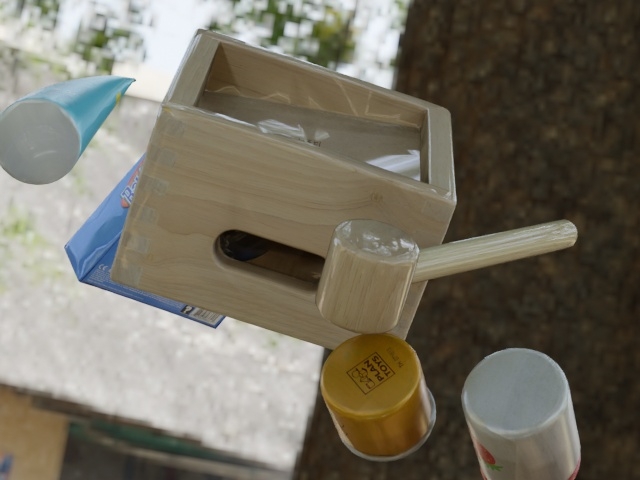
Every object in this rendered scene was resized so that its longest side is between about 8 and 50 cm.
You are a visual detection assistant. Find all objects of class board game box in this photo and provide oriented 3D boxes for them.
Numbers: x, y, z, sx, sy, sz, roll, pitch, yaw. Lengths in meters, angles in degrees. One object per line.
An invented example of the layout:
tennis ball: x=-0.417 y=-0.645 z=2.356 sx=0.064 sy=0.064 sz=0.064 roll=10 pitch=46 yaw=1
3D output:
board game box: x=-0.083 y=-0.031 z=1.369 sx=0.210 sy=0.047 sz=0.160 roll=-46 pitch=-42 yaw=19

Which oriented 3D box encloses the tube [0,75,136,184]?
tube: x=-0.169 y=-0.082 z=1.084 sx=0.080 sy=0.052 sz=0.207 roll=-7 pitch=14 yaw=2

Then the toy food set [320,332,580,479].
toy food set: x=0.076 y=0.141 z=0.605 sx=0.111 sy=0.232 sz=0.104 roll=-23 pitch=-39 yaw=-2

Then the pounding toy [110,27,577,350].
pounding toy: x=0.009 y=0.005 z=0.712 sx=0.181 sy=0.094 sz=0.206 roll=18 pitch=22 yaw=-4
